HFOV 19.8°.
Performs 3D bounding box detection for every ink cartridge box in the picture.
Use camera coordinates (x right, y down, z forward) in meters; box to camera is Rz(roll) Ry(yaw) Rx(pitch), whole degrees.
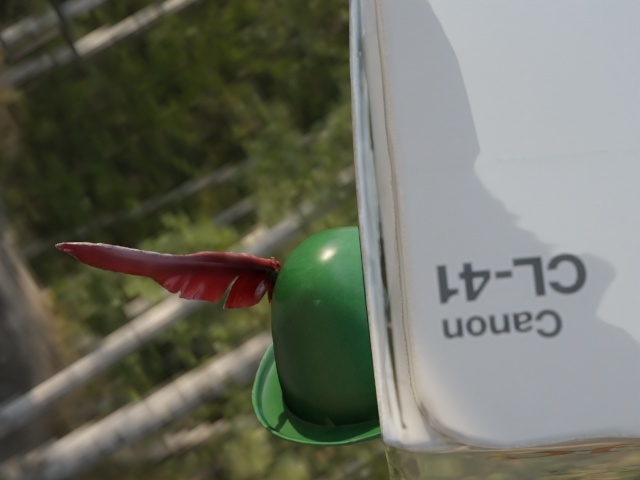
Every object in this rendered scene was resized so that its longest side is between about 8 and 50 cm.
[{"bbox_3d":[0.124,0.003,0.547,0.306,0.226,0.131,81,3,-79],"label":"ink cartridge box"}]

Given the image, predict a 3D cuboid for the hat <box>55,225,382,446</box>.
[{"bbox_3d":[0.000,0.000,1.047,0.183,0.173,0.208,63,30,-26],"label":"hat"}]
